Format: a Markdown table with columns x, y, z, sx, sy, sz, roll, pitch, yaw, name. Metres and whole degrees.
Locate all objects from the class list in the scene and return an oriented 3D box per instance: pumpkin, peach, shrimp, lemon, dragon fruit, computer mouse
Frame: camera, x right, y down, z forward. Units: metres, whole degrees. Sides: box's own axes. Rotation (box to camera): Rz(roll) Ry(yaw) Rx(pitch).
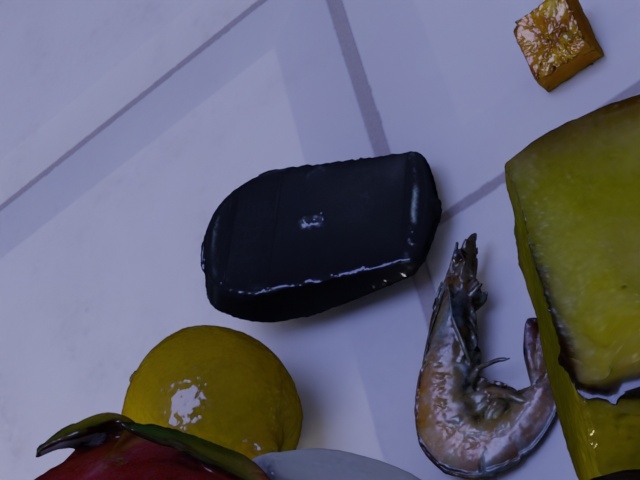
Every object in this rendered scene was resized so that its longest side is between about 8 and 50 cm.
| x | y | z | sx | sy | sz | roll | pitch | yaw | name |
| --- | --- | --- | --- | --- | --- | --- | --- | --- | --- |
| 0.242 | -0.205 | 1.399 | 0.074 | 0.054 | 0.083 | -32 | 68 | 29 | pumpkin |
| 0.314 | 0.067 | 1.026 | 0.306 | 0.242 | 0.380 | -22 | 34 | 5 | peach |
| 0.158 | 0.104 | 1.292 | 0.143 | 0.052 | 0.251 | -10 | 66 | 27 | shrimp |
| -0.114 | 0.178 | 1.392 | 0.244 | 0.187 | 0.187 | 16 | 77 | 52 | lemon |
| -0.171 | 0.275 | 1.058 | 0.290 | 0.189 | 0.291 | -36 | 44 | 44 | dragon fruit |
| 0.002 | 0.003 | 1.472 | 0.295 | 0.087 | 0.168 | -10 | 51 | 24 | computer mouse |

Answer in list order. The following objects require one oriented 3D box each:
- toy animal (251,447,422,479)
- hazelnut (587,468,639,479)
| x | y | z | sx | sy | sz | roll | pitch | yaw | name |
| --- | --- | --- | --- | --- | --- | --- | --- | --- | --- |
| -0.014 | 0.363 | 1.180 | 0.368 | 0.241 | 0.196 | -56 | 32 | 22 | toy animal |
| 0.179 | 0.341 | 0.836 | 0.352 | 0.421 | 0.421 | 2 | 66 | 29 | hazelnut |
